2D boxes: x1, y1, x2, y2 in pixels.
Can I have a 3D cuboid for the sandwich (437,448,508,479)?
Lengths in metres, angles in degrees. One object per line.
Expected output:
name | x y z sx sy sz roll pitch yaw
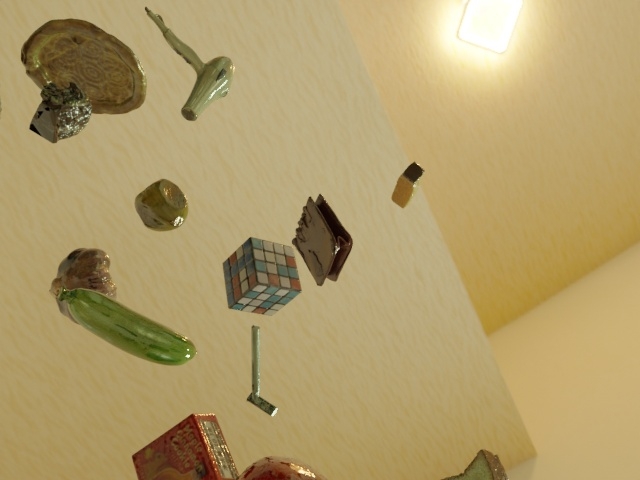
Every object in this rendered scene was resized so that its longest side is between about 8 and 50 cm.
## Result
sandwich | 0.324 0.590 1.427 0.215 0.065 0.186 -37 -135 31

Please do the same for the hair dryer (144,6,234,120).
hair dryer | -0.250 -0.310 1.162 0.067 0.199 0.167 -24 -134 41

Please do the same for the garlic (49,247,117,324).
garlic | -0.734 0.138 1.968 0.245 0.244 0.161 -11 168 37

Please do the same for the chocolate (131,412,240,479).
chocolate | -0.343 0.584 1.624 0.235 0.108 0.237 -34 -129 3

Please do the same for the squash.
squash | -0.490 0.228 1.647 0.107 0.395 0.107 -39 -149 29

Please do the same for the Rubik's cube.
Rubik's cube | -0.099 0.062 1.082 0.092 0.092 0.092 -41 -132 37

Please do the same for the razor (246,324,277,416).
razor | -0.138 0.280 1.393 0.084 0.211 0.036 19 -147 39

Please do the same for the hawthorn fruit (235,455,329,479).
hawthorn fruit | -0.067 0.436 1.016 0.205 0.205 0.253 -34 -146 -16

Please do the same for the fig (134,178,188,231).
fig | -0.453 -0.095 1.862 0.166 0.144 0.154 27 -89 33

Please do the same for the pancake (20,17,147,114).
pancake | -0.467 -0.340 1.296 0.250 0.250 0.031 -16 -130 28

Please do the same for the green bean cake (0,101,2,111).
green bean cake | -0.763 -0.328 1.172 0.169 0.300 0.308 34 -137 27

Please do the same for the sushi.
sushi | -0.410 -0.209 1.037 0.056 0.084 0.083 31 -155 19

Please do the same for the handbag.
handbag | 0.003 0.000 1.883 0.074 0.203 0.216 -10 -129 -28

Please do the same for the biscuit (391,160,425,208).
biscuit | 0.216 -0.135 1.582 0.056 0.052 0.188 -53 173 -14
